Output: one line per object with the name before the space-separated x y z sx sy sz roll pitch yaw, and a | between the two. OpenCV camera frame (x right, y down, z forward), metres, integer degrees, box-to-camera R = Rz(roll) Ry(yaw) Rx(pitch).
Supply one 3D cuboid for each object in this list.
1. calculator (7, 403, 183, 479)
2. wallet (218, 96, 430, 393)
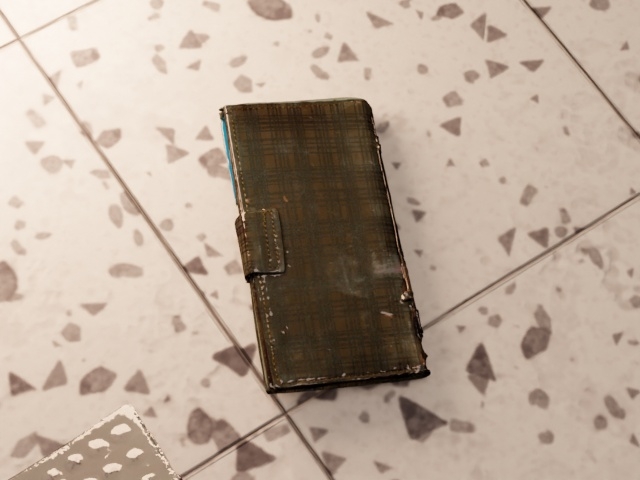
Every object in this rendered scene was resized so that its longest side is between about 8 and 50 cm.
calculator | -0.247 0.267 1.620 0.262 0.021 0.161 -32 50 -9
wallet | 0.000 0.000 1.818 0.169 0.044 0.317 -6 66 -14
